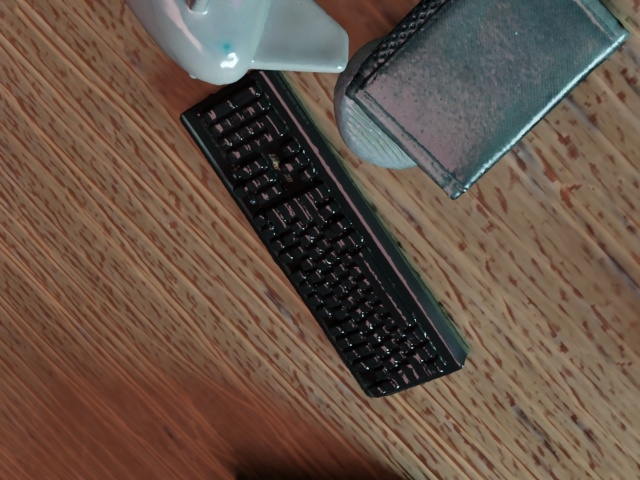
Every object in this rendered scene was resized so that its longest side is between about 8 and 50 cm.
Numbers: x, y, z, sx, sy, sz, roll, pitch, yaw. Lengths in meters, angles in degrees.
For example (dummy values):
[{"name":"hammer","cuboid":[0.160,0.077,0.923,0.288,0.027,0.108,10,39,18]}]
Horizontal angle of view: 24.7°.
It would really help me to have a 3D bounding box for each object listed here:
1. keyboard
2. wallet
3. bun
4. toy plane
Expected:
[{"name":"keyboard","cuboid":[0.000,0.000,0.923,0.094,0.025,0.230,-25,104,42]},{"name":"wallet","cuboid":[0.084,-0.095,0.759,0.088,0.026,0.129,45,107,-3]},{"name":"bun","cuboid":[0.046,-0.079,0.809,0.083,0.045,0.083,7,119,12]},{"name":"toy plane","cuboid":[-0.047,-0.196,0.698,0.118,0.252,0.252,0,130,-8]}]
